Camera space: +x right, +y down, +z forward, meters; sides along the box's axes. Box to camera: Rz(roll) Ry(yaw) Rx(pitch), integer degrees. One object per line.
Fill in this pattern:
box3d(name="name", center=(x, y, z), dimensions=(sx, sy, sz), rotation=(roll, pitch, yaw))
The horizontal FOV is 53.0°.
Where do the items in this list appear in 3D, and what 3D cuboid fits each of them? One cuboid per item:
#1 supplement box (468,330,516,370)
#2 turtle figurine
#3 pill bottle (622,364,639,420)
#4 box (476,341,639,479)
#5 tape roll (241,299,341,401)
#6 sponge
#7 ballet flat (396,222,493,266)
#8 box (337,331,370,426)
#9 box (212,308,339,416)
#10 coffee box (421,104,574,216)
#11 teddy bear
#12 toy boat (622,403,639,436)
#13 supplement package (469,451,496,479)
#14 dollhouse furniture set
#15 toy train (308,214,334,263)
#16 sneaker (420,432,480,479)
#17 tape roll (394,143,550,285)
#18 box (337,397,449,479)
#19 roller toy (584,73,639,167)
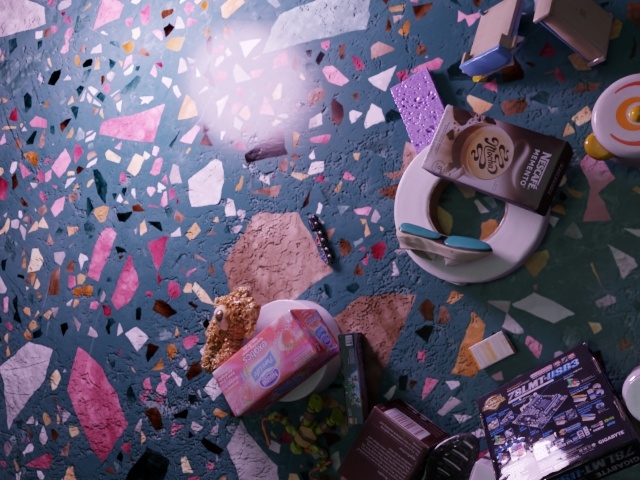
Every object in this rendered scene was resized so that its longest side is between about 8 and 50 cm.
box3d(name="supplement box", center=(0.425, 0.272, 1.589), dimensions=(0.098, 0.036, 0.062), rotation=(-33, 70, 22))
box3d(name="turtle figurine", center=(-0.021, 0.537, 1.776), dimensions=(0.269, 0.087, 0.217), rotation=(41, 120, 13))
box3d(name="pill bottle", center=(0.695, 0.318, 1.333), dimensions=(0.121, 0.221, 0.121), rotation=(-3, 84, 28))
box3d(name="box", center=(0.498, 0.395, 1.380), dimensions=(0.296, 0.293, 0.073), rotation=(-34, 112, 18))
box3d(name="tape roll", center=(-0.082, 0.309, 1.825), dimensions=(0.286, 0.100, 0.285), rotation=(-3, 84, 28))
box3d(name="sponge", center=(0.277, -0.349, 1.736), dimensions=(0.117, 0.031, 0.210), rotation=(-26, 74, 24))
box3d(name="ballet flat", center=(0.302, 0.021, 1.587), dimensions=(0.249, 0.086, 0.086), rotation=(18, 93, 30))
box3d(name="box", center=(0.090, 0.359, 1.690), dimensions=(0.044, 0.159, 0.232), rotation=(-7, 81, 10))
box3d(name="box", center=(-0.115, 0.321, 1.699), dimensions=(0.300, 0.154, 0.142), rotation=(-41, 68, 18))
box3d(name="coffee box", center=(0.415, -0.190, 1.514), dimensions=(0.297, 0.119, 0.168), rotation=(25, 96, 28))
box3d(name="teddy bear", center=(-0.283, 0.262, 1.854), dimensions=(0.338, 0.113, 0.245), rotation=(-33, 38, 64))
box3d(name="toy boat", center=(0.605, 0.438, 1.424), dimensions=(0.151, 0.151, 0.231), rotation=(-53, 25, -22))
box3d(name="supplement package", center=(0.480, 0.623, 1.444), dimensions=(0.293, 0.178, 0.175), rotation=(19, 94, 28))
box3d(name="dollhouse furniture set", center=(0.531, -0.535, 1.599), dimensions=(0.303, 0.198, 0.286), rotation=(-15, 52, 57))
box3d(name="toy train", center=(0.000, 0.000, 1.853), dimensions=(0.036, 0.027, 0.158), rotation=(-31, 71, 26))
box3d(name="sneaker", center=(0.302, 0.558, 1.558), dimensions=(0.100, 0.108, 0.271), rotation=(34, 119, 17))
box3d(name="tape roll", center=(0.378, -0.082, 1.631), dimensions=(0.392, 0.072, 0.391), rotation=(-3, 84, 28))
box3d(name="box", center=(0.185, 0.535, 1.619), dimensions=(0.169, 0.167, 0.203), rotation=(33, 101, 26))
box3d(name="roller toy", center=(0.707, -0.266, 1.428), dimensions=(0.210, 0.146, 0.191), rotation=(6, 87, 29))
